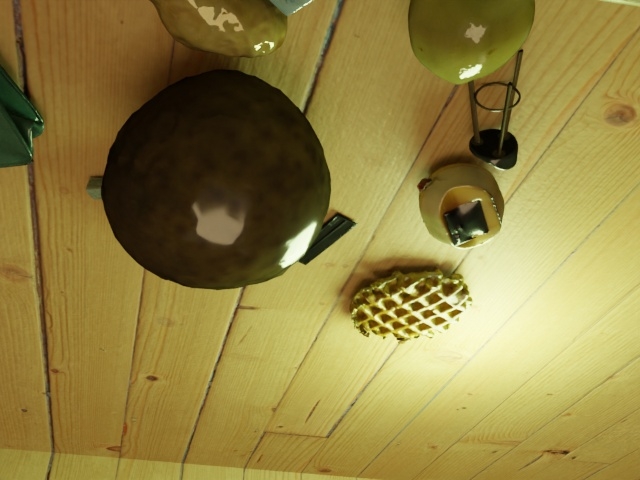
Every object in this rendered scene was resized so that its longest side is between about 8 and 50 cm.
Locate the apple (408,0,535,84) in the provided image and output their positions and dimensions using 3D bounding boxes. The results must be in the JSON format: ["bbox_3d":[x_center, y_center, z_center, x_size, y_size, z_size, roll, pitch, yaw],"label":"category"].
[{"bbox_3d":[0.221,-0.337,0.970,0.200,0.200,0.200,-1,141,-1],"label":"apple"}]

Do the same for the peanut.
[{"bbox_3d":[-0.192,-0.367,0.953,0.319,0.147,0.147,23,135,-31],"label":"peanut"}]

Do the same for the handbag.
[{"bbox_3d":[-0.655,-0.245,1.130,0.269,0.100,0.274,-6,140,11],"label":"handbag"}]

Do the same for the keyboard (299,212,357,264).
[{"bbox_3d":[0.000,0.000,1.514,0.064,0.010,0.198,25,135,-31],"label":"keyboard"}]

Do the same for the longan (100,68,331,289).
[{"bbox_3d":[-0.177,-0.101,1.125,0.391,0.391,0.391,-1,141,-1],"label":"longan"}]

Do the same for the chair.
[{"bbox_3d":[0.316,-0.231,1.181,0.095,0.104,0.221,12,142,25],"label":"chair"}]

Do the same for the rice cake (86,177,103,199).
[{"bbox_3d":[-0.360,-0.122,1.329,0.245,0.042,0.045,-9,143,9],"label":"rice cake"}]

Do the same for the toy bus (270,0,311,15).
[{"bbox_3d":[-0.116,-0.441,0.837,0.109,0.136,0.330,-22,148,30],"label":"toy bus"}]

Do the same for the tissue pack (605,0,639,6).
[{"bbox_3d":[0.308,-0.462,0.742,0.405,0.205,0.331,6,122,-8],"label":"tissue pack"}]

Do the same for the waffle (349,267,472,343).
[{"bbox_3d":[0.238,0.178,1.697,0.325,0.068,0.302,2,141,-2],"label":"waffle"}]

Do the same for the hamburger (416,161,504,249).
[{"bbox_3d":[0.295,-0.074,1.358,0.173,0.116,0.210,-24,132,14],"label":"hamburger"}]
